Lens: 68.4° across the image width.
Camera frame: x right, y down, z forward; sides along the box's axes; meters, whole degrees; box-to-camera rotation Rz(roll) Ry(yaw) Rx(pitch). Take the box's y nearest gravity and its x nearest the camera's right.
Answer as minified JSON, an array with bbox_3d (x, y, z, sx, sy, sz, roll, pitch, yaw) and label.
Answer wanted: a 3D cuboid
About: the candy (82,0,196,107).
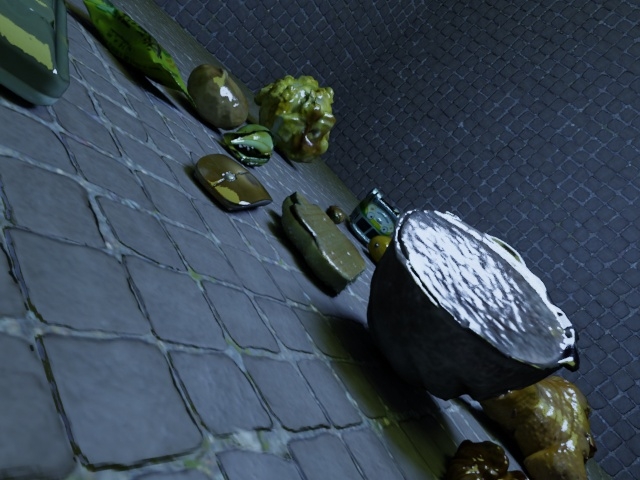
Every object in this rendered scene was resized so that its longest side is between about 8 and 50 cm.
[{"bbox_3d":[-0.333,-0.349,0.857,0.246,0.069,0.149,42,4,5],"label":"candy"}]

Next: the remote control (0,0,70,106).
[{"bbox_3d":[-0.328,-0.253,0.496,0.128,0.065,0.335,40,11,-44],"label":"remote control"}]

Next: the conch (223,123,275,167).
[{"bbox_3d":[-0.151,-0.212,1.056,0.095,0.079,0.201,57,25,-11],"label":"conch"}]

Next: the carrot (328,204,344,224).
[{"bbox_3d":[0.043,-0.089,1.477,0.049,0.049,0.254,44,6,-11],"label":"carrot"}]

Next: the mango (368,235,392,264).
[{"bbox_3d":[0.240,0.076,1.481,0.237,0.091,0.137,44,16,-12],"label":"mango"}]

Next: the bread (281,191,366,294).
[{"bbox_3d":[0.000,0.000,0.871,0.207,0.056,0.286,51,10,10],"label":"bread"}]

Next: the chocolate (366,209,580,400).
[{"bbox_3d":[0.187,0.122,0.706,0.303,0.213,0.303,21,35,-16],"label":"chocolate"}]

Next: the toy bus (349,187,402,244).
[{"bbox_3d":[0.186,-0.078,1.655,0.133,0.164,0.276,45,11,-5],"label":"toy bus"}]

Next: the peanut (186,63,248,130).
[{"bbox_3d":[-0.225,-0.306,1.028,0.159,0.109,0.141,54,12,-49],"label":"peanut"}]

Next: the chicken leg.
[{"bbox_3d":[0.415,0.359,0.928,0.409,0.182,0.295,37,29,-26],"label":"chicken leg"}]

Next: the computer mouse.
[{"bbox_3d":[-0.128,-0.089,0.732,0.102,0.045,0.199,44,9,2],"label":"computer mouse"}]

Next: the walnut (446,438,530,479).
[{"bbox_3d":[0.208,0.293,0.530,0.143,0.069,0.170,48,13,2],"label":"walnut"}]

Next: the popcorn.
[{"bbox_3d":[-0.078,-0.445,1.674,0.312,0.312,0.312,44,10,-10],"label":"popcorn"}]
